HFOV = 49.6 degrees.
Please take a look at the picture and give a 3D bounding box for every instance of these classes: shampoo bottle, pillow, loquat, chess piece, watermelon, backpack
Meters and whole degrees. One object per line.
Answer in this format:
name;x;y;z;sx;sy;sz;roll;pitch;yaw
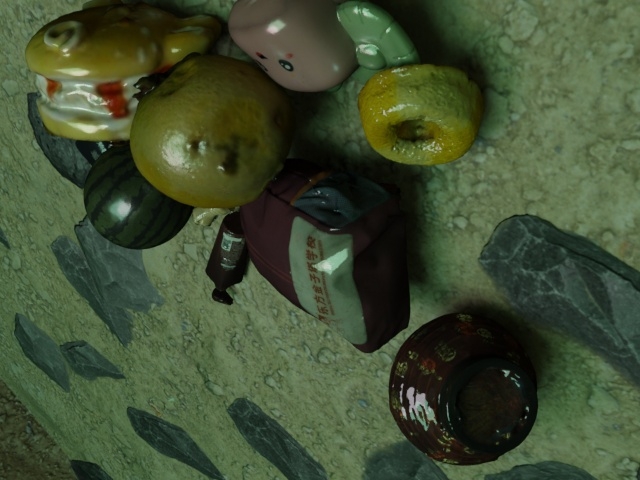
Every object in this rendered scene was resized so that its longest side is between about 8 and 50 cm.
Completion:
shampoo bottle;-0.183;0.043;1.387;0.068;0.067;0.236;43;139;18
pillow;-0.431;-0.149;1.451;0.208;0.055;0.141;53;141;-7
loquat;-0.160;-0.159;1.000;0.244;0.244;0.243;22;133;26
chess piece;-0.178;-0.072;1.274;0.172;0.060;0.060;-29;100;37
watermelon;-0.339;-0.085;1.308;0.212;0.212;0.212;22;133;26
backpack;0.000;0.000;1.108;0.317;0.197;0.283;29;136;43

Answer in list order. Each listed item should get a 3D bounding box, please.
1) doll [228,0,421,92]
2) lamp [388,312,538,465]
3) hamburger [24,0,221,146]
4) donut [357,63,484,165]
doll;-0.002;-0.303;0.907;0.284;0.216;0.268;19;159;50
lamp;0.221;0.230;1.081;0.247;0.247;0.246;22;133;26
hamburger;-0.312;-0.283;1.114;0.303;0.261;0.186;10;125;12
donut;0.129;-0.154;0.897;0.162;0.065;0.178;-12;154;28
